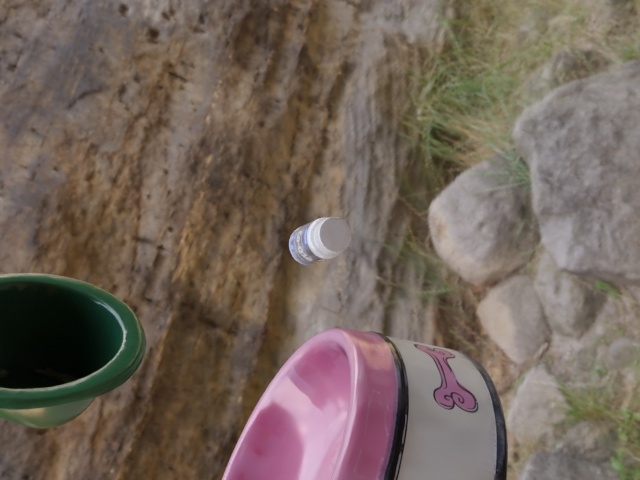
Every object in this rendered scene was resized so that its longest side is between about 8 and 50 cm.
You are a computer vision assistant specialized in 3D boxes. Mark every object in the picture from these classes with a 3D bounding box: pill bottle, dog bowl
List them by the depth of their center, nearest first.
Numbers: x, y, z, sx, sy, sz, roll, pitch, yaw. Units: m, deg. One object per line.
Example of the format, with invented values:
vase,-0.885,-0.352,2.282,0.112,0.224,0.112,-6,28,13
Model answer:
dog bowl,0.009,0.274,0.805,0.408,0.150,0.408,-54,17,25
pill bottle,0.000,0.000,1.423,0.137,0.078,0.078,-22,43,65

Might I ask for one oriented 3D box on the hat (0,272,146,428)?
hat,-0.242,0.144,0.642,0.208,0.173,0.183,-11,-53,-45
